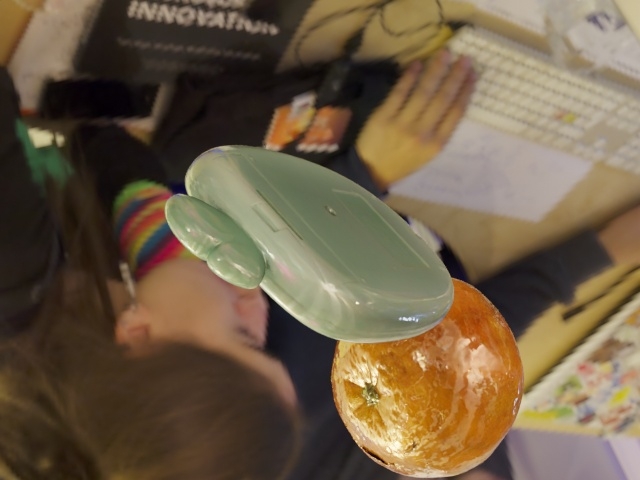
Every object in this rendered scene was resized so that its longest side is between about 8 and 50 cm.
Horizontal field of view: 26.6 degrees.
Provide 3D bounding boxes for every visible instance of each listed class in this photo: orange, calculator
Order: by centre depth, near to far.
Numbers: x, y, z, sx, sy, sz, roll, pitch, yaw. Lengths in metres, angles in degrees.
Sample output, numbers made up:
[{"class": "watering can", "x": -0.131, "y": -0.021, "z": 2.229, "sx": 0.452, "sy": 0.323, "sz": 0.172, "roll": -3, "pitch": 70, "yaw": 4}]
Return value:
[{"class": "calculator", "x": 0.000, "y": 0.000, "z": 0.974, "sx": 0.041, "sy": 0.185, "sz": 0.299, "roll": -51, "pitch": 155, "yaw": 19}, {"class": "orange", "x": 0.148, "y": 0.187, "z": 1.878, "sx": 0.226, "sy": 0.284, "sz": 0.284, "roll": -8, "pitch": 145, "yaw": -38}]
